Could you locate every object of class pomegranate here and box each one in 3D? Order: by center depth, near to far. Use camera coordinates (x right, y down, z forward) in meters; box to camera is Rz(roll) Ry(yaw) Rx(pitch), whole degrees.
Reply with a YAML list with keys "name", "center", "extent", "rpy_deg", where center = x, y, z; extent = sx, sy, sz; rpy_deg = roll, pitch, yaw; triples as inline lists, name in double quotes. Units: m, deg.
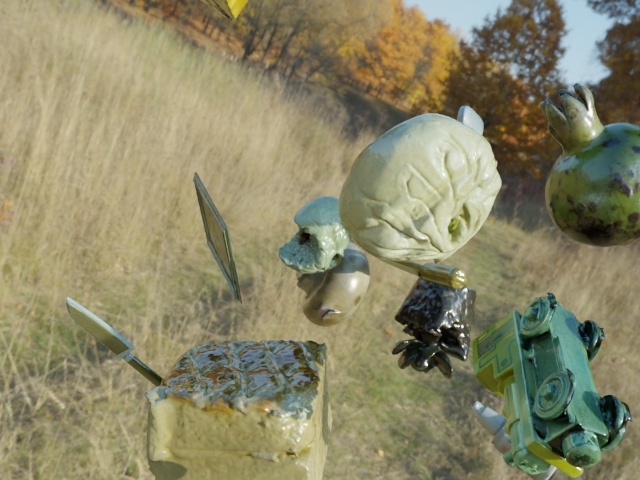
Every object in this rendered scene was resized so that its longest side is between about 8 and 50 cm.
- name: "pomegranate"
  center: [0.528, -0.142, 1.180]
  extent: [0.242, 0.305, 0.242]
  rpy_deg: [-11, 7, 1]

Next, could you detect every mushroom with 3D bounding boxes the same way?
- name: "mushroom"
  center: [0.031, 0.115, 1.726]
  extent: [0.184, 0.255, 0.255]
  rpy_deg: [35, 11, -13]

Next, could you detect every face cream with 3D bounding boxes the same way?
- name: "face cream"
  center: [0.506, 0.521, 1.708]
  extent: [0.252, 0.101, 0.101]
  rpy_deg: [38, 18, 22]

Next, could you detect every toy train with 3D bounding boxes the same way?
- name: "toy train"
  center: [0.390, 0.263, 1.146]
  extent: [0.150, 0.237, 0.369]
  rpy_deg: [34, 32, -11]

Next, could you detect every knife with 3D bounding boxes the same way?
- name: "knife"
  center: [-0.444, 0.242, 1.462]
  extent: [0.343, 0.061, 0.027]
  rpy_deg: [46, 37, -22]

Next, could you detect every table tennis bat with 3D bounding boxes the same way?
- name: "table tennis bat"
  center: [0.248, 0.069, 1.559]
  extent: [0.198, 0.050, 0.321]
  rpy_deg: [22, -3, -22]

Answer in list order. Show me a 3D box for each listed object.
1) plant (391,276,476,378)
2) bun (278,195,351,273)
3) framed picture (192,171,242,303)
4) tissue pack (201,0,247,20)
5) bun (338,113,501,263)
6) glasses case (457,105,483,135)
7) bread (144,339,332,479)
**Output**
- name: "plant"
  center: [0.308, 0.236, 1.776]
  extent: [0.188, 0.276, 0.199]
  rpy_deg: [26, -10, -40]
- name: "bun"
  center: [0.000, 0.000, 1.567]
  extent: [0.126, 0.204, 0.212]
  rpy_deg: [43, -21, 23]
- name: "framed picture"
  center: [-0.263, -0.009, 1.621]
  extent: [0.019, 0.232, 0.296]
  rpy_deg: [-17, 37, -16]
- name: "tissue pack"
  center: [-0.195, -0.693, 1.286]
  extent: [0.293, 0.382, 0.228]
  rpy_deg: [35, 2, 2]
- name: "bun"
  center: [0.146, -0.059, 0.887]
  extent: [0.229, 0.229, 0.145]
  rpy_deg: [8, 38, -49]
- name: "glasses case"
  center: [0.475, -0.369, 2.042]
  extent: [0.045, 0.067, 0.178]
  rpy_deg: [9, -5, 32]
- name: "bread"
  center: [-0.172, 0.398, 1.460]
  extent: [0.371, 0.279, 0.390]
  rpy_deg: [1, 12, 7]
